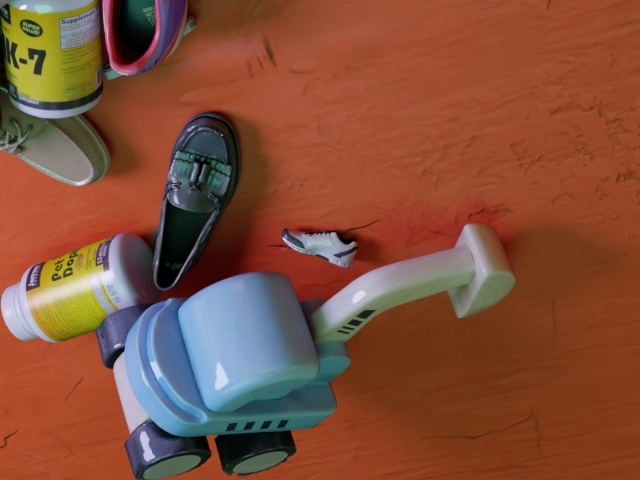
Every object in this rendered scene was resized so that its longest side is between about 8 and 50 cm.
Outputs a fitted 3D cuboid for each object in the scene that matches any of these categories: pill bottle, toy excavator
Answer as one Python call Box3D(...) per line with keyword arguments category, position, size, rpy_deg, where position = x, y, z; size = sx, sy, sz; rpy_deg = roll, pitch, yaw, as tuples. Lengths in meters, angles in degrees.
Box3D(category="pill bottle", position=(-0.337, 0.072, 1.846), size=(0.215, 0.117, 0.117), rpy_deg=(-19, 122, 21))
Box3D(category="toy excavator", position=(-0.017, 0.126, 1.735), size=(0.432, 0.222, 0.445), rpy_deg=(2, 149, -38))
Box3D(category="pill bottle", position=(-0.324, -0.263, 1.581), size=(0.119, 0.119, 0.209), rpy_deg=(6, 126, 4))

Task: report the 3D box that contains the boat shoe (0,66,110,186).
Box3D(category="boat shoe", position=(-0.408, -0.157, 1.690), size=(0.302, 0.098, 0.109), rpy_deg=(39, 123, -19))

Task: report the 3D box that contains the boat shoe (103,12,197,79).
Box3D(category="boat shoe", position=(-0.217, -0.248, 1.628), size=(0.142, 0.049, 0.040), rpy_deg=(-28, 108, 21))

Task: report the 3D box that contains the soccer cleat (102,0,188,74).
Box3D(category="soccer cleat", position=(-0.192, -0.340, 1.487), size=(0.108, 0.116, 0.318), rpy_deg=(12, 117, 3))

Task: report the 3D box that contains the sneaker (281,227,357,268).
Box3D(category="sneaker", position=(0.000, 0.000, 1.794), size=(0.109, 0.040, 0.044), rpy_deg=(18, 112, -10))

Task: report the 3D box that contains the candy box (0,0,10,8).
Box3D(category="candy box", position=(-0.467, -0.305, 1.480), size=(0.316, 0.087, 0.183), rpy_deg=(-31, 92, 21))

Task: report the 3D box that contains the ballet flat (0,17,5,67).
Box3D(category="ballet flat", position=(-0.427, -0.288, 1.623), size=(0.057, 0.049, 0.173), rpy_deg=(-28, 119, 26))

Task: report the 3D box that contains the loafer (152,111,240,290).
Box3D(category="loafer", position=(-0.170, -0.043, 1.751), size=(0.096, 0.084, 0.268), rpy_deg=(17, 128, -4))
